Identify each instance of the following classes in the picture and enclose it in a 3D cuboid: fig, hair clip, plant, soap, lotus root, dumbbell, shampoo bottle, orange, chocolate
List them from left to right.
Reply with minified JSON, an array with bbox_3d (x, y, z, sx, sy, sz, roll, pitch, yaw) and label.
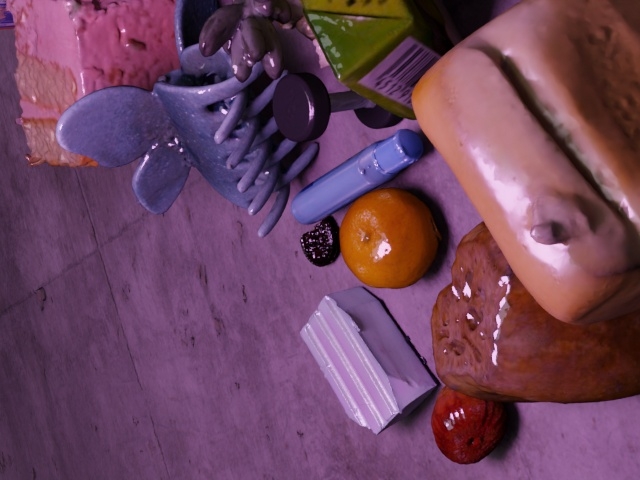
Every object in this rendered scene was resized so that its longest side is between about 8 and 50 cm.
[{"bbox_3d":[-0.168,-0.185,2.070,0.238,0.392,0.318,22,153,30],"label":"hair clip"},{"bbox_3d":[-0.094,-0.364,1.894,0.149,0.146,0.275,125,152,-64],"label":"plant"},{"bbox_3d":[0.030,-0.204,1.925,0.100,0.191,0.100,19,114,48],"label":"dumbbell"},{"bbox_3d":[0.060,-0.100,1.989,0.258,0.104,0.061,-30,94,50],"label":"shampoo bottle"},{"bbox_3d":[0.066,-0.334,1.773,0.137,0.301,0.289,-31,74,17],"label":"chocolate"},{"bbox_3d":[0.077,0.190,2.054,0.231,0.091,0.145,58,140,23],"label":"soap"},{"bbox_3d":[0.104,-0.001,1.947,0.154,0.134,0.155,-6,80,33],"label":"orange"},{"bbox_3d":[0.200,0.243,1.895,0.153,0.119,0.119,57,137,26],"label":"fig"},{"bbox_3d":[0.270,0.076,1.696,0.316,0.249,0.316,17,109,59],"label":"lotus root"}]

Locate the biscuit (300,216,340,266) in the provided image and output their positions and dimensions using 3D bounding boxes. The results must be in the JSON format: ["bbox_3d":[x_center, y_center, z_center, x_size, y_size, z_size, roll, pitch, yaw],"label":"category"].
[{"bbox_3d":[0.000,0.000,2.147,0.087,0.027,0.089,16,113,47],"label":"biscuit"}]

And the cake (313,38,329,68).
[{"bbox_3d":[0.042,-0.288,1.941,0.065,0.121,0.052,-13,94,27],"label":"cake"}]

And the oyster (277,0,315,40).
[{"bbox_3d":[-0.018,-0.435,2.019,0.166,0.094,0.295,-11,73,55],"label":"oyster"}]

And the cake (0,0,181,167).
[{"bbox_3d":[-0.347,-0.294,2.263,0.293,0.314,0.307,10,110,51],"label":"cake"}]

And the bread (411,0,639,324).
[{"bbox_3d":[0.310,-0.108,1.494,0.376,0.348,0.253,57,166,17],"label":"bread"}]

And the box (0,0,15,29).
[{"bbox_3d":[-0.542,-0.574,2.411,0.257,0.348,0.319,-27,79,51],"label":"box"}]
